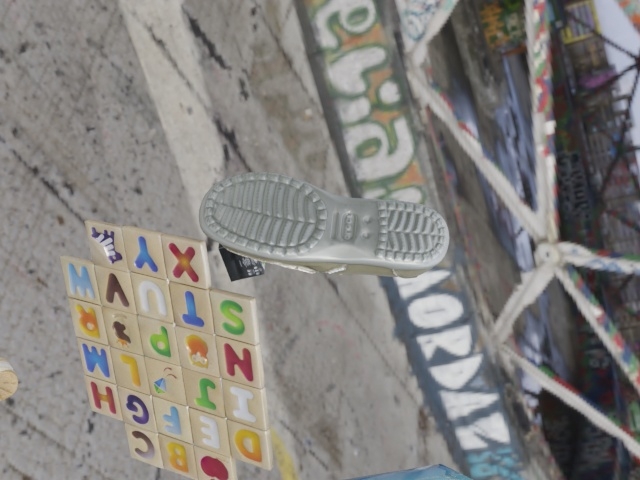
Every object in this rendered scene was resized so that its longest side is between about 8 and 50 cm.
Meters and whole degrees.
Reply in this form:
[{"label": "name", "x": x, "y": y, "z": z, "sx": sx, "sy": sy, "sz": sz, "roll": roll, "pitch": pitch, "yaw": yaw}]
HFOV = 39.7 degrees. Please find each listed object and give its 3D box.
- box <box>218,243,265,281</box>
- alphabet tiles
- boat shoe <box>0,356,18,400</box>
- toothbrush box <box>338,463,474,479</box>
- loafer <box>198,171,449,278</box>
[{"label": "box", "x": -0.110, "y": 0.006, "z": 1.252, "sx": 0.083, "sy": 0.052, "sz": 0.062, "roll": -94, "pitch": 169, "yaw": -57}, {"label": "alphabet tiles", "x": -0.186, "y": 0.143, "z": 1.052, "sx": 0.011, "sy": 0.285, "sz": 0.343, "roll": -39, "pitch": 132, "yaw": -51}, {"label": "boat shoe", "x": -0.484, "y": 0.192, "z": 1.149, "sx": 0.059, "sy": 0.170, "sz": 0.063, "roll": -133, "pitch": -140, "yaw": -52}, {"label": "toothbrush box", "x": 0.118, "y": 0.370, "z": 1.052, "sx": 0.295, "sy": 0.216, "sz": 0.126, "roll": 173, "pitch": -87, "yaw": -71}, {"label": "loafer", "x": 0.000, "y": 0.000, "z": 0.893, "sx": 0.087, "sy": 0.251, "sz": 0.094, "roll": 89, "pitch": 14, "yaw": -63}]
